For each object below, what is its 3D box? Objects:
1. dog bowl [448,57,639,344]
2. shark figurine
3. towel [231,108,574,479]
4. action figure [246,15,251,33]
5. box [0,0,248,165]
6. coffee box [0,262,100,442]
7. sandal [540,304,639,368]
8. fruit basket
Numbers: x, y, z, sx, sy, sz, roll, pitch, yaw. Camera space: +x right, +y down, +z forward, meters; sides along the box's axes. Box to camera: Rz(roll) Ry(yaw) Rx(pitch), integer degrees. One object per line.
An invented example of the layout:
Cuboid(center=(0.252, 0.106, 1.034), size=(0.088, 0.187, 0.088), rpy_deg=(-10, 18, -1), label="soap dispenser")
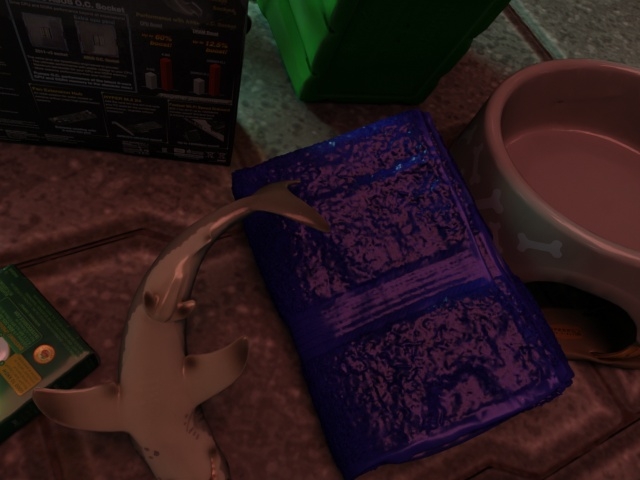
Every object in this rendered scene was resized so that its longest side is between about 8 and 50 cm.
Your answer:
Cuboid(center=(0.314, -0.066, 0.598), size=(0.349, 0.102, 0.348), rpy_deg=(3, 53, -4), label="dog bowl")
Cuboid(center=(-0.113, 0.059, 0.450), size=(0.166, 0.116, 0.278), rpy_deg=(18, 87, -16), label="shark figurine")
Cuboid(center=(0.068, 0.031, 0.507), size=(0.228, 0.076, 0.308), rpy_deg=(-20, 71, -11), label="towel")
Cuboid(center=(-0.153, -0.333, 0.600), size=(0.141, 0.164, 0.275), rpy_deg=(16, 29, -45), label="action figure")
Cuboid(center=(-0.223, -0.179, 0.486), size=(0.308, 0.242, 0.076), rpy_deg=(5, 61, -10), label="box")
Cuboid(center=(-0.285, 0.114, 0.427), size=(0.113, 0.040, 0.184), rpy_deg=(42, 61, 11), label="coffee box")
Cuboid(center=(0.302, 0.093, 0.572), size=(0.180, 0.049, 0.072), rpy_deg=(4, 61, -11), label="sandal")
Cuboid(center=(0.048, -0.374, 0.584), size=(0.283, 0.392, 0.391), rpy_deg=(-3, 63, -15), label="fruit basket")
